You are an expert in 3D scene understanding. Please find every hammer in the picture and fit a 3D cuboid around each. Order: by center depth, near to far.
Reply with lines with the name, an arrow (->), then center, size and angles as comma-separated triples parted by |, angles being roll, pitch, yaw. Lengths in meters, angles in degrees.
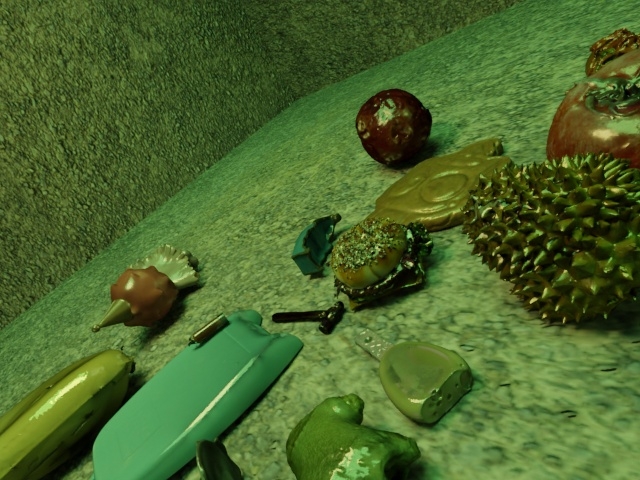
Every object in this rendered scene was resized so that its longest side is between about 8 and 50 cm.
hammer -> -0.036, 0.138, 0.805 | 0.178, 0.021, 0.065 | -10, 33, 42

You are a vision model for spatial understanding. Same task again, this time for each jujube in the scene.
jujube -> 0.193, -0.306, 1.192 | 0.197, 0.197, 0.290 | -27, 15, 10

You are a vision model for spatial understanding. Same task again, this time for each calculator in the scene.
calculator -> -0.223, 0.263, 0.752 | 0.386, 0.054, 0.256 | -42, 25, -20

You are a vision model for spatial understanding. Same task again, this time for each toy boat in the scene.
toy boat -> 0.000, 0.000, 0.962 | 0.077, 0.075, 0.185 | -24, 20, 24

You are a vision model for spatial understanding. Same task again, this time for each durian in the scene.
durian -> 0.254, -0.011, 0.518 | 0.183, 0.137, 0.249 | -67, 19, -6

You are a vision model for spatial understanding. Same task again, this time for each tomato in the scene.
tomato -> 0.412, -0.125, 0.557 | 0.232, 0.188, 0.232 | -27, 36, 22

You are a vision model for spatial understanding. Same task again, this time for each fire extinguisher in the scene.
fire extinguisher -> -0.209, 0.167, 0.824 | 0.083, 0.022, 0.028 | -37, -15, -18

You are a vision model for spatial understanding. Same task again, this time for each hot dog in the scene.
hot dog -> 0.579, -0.317, 0.822 | 0.158, 0.117, 0.349 | -15, 29, 35

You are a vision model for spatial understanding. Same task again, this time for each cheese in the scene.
cheese -> 0.101, 0.157, 0.579 | 0.097, 0.037, 0.192 | -38, 23, -16
cheese -> -0.502, 0.328, 0.873 | 0.315, 0.128, 0.259 | -35, 21, -12

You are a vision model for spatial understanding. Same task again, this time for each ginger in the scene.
ginger -> 0.042, 0.248, 0.414 | 0.137, 0.089, 0.290 | -14, 19, -6

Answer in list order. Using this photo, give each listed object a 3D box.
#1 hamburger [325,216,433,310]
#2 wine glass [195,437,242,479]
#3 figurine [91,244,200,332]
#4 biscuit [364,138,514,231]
hamburger -> 0.094, 0.023, 0.755 | 0.189, 0.093, 0.164 | -30, 35, 13
wine glass -> -0.205, 0.335, 0.526 | 0.222, 0.103, 0.103 | -32, 23, -5
figurine -> -0.432, 0.134, 1.147 | 0.206, 0.166, 0.387 | 10, 24, 3
biscuit -> 0.237, -0.106, 0.917 | 0.376, 0.051, 0.269 | -39, 26, -17
